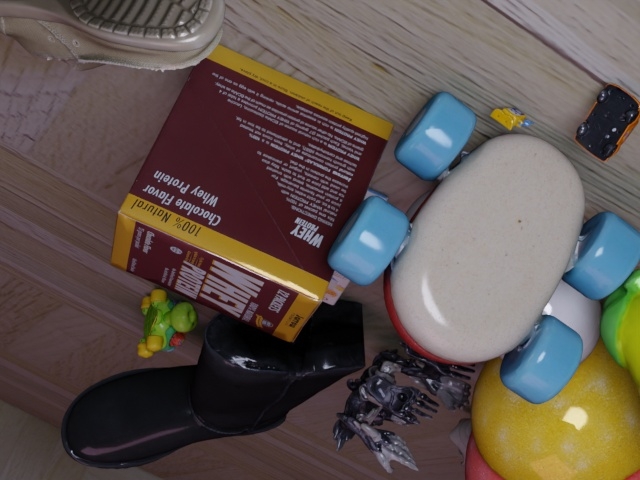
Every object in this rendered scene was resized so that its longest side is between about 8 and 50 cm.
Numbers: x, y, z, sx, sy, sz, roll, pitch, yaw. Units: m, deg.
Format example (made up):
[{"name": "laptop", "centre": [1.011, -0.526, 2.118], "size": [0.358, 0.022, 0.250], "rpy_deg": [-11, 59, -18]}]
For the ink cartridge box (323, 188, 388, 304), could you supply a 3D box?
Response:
[{"name": "ink cartridge box", "centre": [0.000, 0.000, 1.175], "size": [0.092, 0.089, 0.143], "rpy_deg": [23, 155, -2]}]

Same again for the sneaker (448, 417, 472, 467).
[{"name": "sneaker", "centre": [0.274, 0.337, 1.642], "size": [0.121, 0.099, 0.262], "rpy_deg": [13, 147, 36]}]

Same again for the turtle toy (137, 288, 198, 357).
[{"name": "turtle toy", "centre": [-0.225, 0.122, 1.624], "size": [0.066, 0.095, 0.130], "rpy_deg": [10, 160, -23]}]

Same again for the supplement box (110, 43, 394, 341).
[{"name": "supplement box", "centre": [-0.065, -0.042, 1.020], "size": [0.191, 0.194, 0.129], "rpy_deg": [24, 155, -4]}]

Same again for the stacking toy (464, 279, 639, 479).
[{"name": "stacking toy", "centre": [0.278, 0.200, 1.207], "size": [0.351, 0.350, 0.479], "rpy_deg": [6, 131, 32]}]

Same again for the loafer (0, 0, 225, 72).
[{"name": "loafer", "centre": [-0.182, -0.194, 0.938], "size": [0.269, 0.102, 0.092], "rpy_deg": [18, 158, 31]}]

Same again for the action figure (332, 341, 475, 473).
[{"name": "action figure", "centre": [0.102, 0.209, 1.392], "size": [0.141, 0.164, 0.275], "rpy_deg": [38, 161, 2]}]

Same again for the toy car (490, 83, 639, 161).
[{"name": "toy car", "centre": [0.202, -0.107, 0.881], "size": [0.122, 0.060, 0.041], "rpy_deg": [25, -155, 35]}]

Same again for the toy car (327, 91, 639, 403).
[{"name": "toy car", "centre": [0.123, 0.017, 1.004], "size": [0.219, 0.210, 0.238], "rpy_deg": [34, 166, -6]}]

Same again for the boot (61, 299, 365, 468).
[{"name": "boot", "centre": [-0.164, 0.202, 1.520], "size": [0.367, 0.146, 0.445], "rpy_deg": [-12, 168, -19]}]

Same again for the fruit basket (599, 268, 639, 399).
[{"name": "fruit basket", "centre": [0.407, 0.182, 0.949], "size": [0.392, 0.282, 0.392], "rpy_deg": [11, 175, 1]}]
